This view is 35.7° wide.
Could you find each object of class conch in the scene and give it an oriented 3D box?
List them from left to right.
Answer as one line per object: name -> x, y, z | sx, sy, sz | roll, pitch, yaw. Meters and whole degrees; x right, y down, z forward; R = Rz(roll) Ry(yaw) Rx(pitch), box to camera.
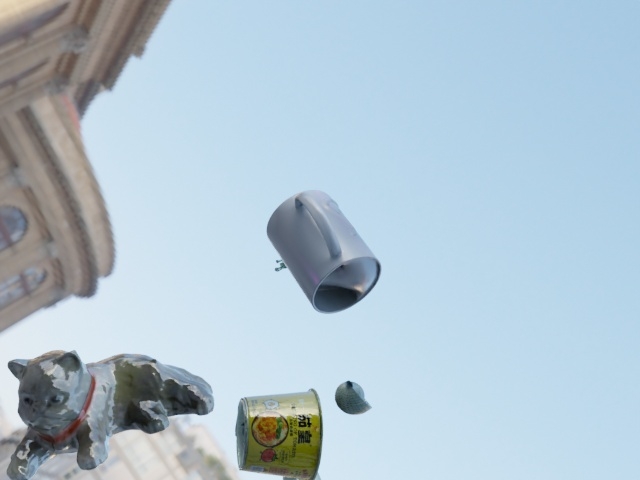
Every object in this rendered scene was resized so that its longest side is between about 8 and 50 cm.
conch -> 0.057, 0.294, 1.837 | 0.076, 0.056, 0.085 | 44, 3, 30

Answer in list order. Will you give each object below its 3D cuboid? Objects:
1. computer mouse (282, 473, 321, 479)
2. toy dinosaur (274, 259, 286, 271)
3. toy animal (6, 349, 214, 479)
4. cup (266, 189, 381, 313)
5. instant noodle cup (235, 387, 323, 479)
computer mouse -> -0.016, 0.605, 2.187 | 0.159, 0.097, 0.288 | 79, -12, -50
toy dinosaur -> -0.062, 0.042, 1.986 | 0.083, 0.062, 0.021 | -32, -103, 52
toy animal -> -0.345, 0.241, 1.632 | 0.266, 0.308, 0.188 | -47, 124, -73
cup -> 0.008, 0.000, 1.229 | 0.133, 0.099, 0.136 | 55, -41, 35
instant noodle cup -> -0.085, 0.373, 1.907 | 0.182, 0.144, 0.182 | -177, -90, -76
